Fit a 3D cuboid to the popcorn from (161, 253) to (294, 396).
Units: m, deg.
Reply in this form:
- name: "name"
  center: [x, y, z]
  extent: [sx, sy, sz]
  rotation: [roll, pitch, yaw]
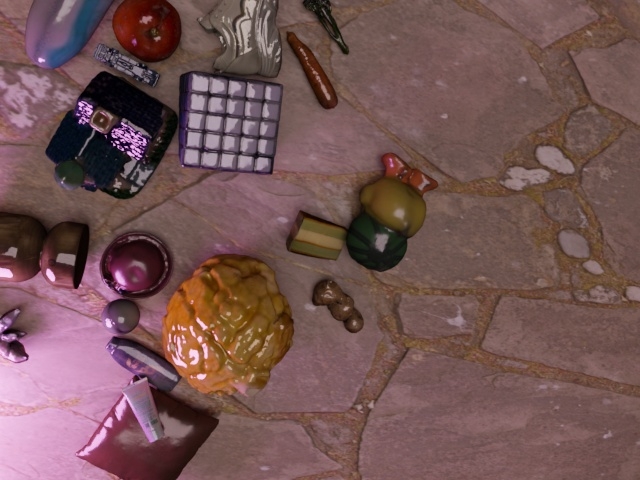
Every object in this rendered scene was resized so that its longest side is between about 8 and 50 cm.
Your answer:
- name: "popcorn"
  center: [-0.257, 0.240, 1.509]
  extent: [0.354, 0.344, 0.390]
  rotation: [-16, 112, -14]

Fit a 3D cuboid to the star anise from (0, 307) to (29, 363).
- name: "star anise"
  center: [-0.905, 0.262, 1.503]
  extent: [0.236, 0.093, 0.229]
  rotation: [43, 92, -16]

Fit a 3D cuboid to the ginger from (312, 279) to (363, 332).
- name: "ginger"
  center: [0.061, 0.206, 1.710]
  extent: [0.204, 0.080, 0.104]
  rotation: [43, 115, -16]

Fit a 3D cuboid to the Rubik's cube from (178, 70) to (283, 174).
- name: "Rubik's cube"
  center: [-0.244, -0.308, 1.433]
  extent: [0.238, 0.237, 0.237]
  rotation: [2, 103, -19]

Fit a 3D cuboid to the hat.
- name: "hat"
  center: [-0.518, 0.077, 1.547]
  extent: [0.205, 0.089, 0.205]
  rotation: [-3, 104, -11]

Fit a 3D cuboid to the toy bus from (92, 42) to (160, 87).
- name: "toy bus"
  center: [-0.504, -0.456, 1.438]
  extent: [0.166, 0.065, 0.047]
  rotation: [25, 97, -18]

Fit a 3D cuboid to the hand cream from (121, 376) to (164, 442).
- name: "hand cream"
  center: [-0.501, 0.488, 1.580]
  extent: [0.076, 0.047, 0.174]
  rotation: [-24, 89, -15]

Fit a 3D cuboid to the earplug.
- name: "earplug"
  center: [-0.617, -0.570, 1.341]
  extent: [0.185, 0.185, 0.324]
  rotation: [33, 100, -17]

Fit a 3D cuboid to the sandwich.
- name: "sandwich"
  center: [0.000, 0.000, 1.615]
  extent: [0.187, 0.144, 0.117]
  rotation: [21, 100, -16]

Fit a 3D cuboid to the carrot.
- name: "carrot"
  center: [-0.023, -0.478, 1.545]
  extent: [0.059, 0.059, 0.248]
  rotation: [-32, 105, -3]

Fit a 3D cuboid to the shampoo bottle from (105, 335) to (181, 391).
- name: "shampoo bottle"
  center: [-0.524, 0.362, 1.632]
  extent: [0.233, 0.049, 0.087]
  rotation: [38, 96, -18]

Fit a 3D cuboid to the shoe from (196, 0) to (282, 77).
- name: "shoe"
  center: [-0.217, -0.595, 1.433]
  extent: [0.210, 0.132, 0.342]
  rotation: [-8, 108, -13]

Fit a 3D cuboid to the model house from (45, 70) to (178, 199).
- name: "model house"
  center: [-0.529, -0.251, 1.375]
  extent: [0.243, 0.284, 0.298]
  rotation: [31, 95, -12]

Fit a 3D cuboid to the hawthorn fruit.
- name: "hawthorn fruit"
  center: [-0.429, -0.536, 1.380]
  extent: [0.173, 0.173, 0.173]
  rotation: [-3, 103, -12]

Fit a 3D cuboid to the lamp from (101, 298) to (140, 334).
- name: "lamp"
  center: [-0.565, 0.216, 1.561]
  extent: [0.105, 0.105, 0.105]
  rotation: [-3, 103, -12]

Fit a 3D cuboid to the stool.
- name: "stool"
  center: [-0.760, 0.024, 1.435]
  extent: [0.264, 0.179, 0.179]
  rotation: [9, 101, -14]

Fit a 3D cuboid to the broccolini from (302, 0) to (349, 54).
- name: "broccolini"
  center: [0.020, -0.609, 1.537]
  extent: [0.074, 0.058, 0.201]
  rotation: [-27, 123, 10]

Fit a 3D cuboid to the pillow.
- name: "pillow"
  center: [-0.516, 0.592, 1.656]
  extent: [0.308, 0.108, 0.305]
  rotation: [35, 92, -15]

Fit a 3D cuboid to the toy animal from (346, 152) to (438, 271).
- name: "toy animal"
  center: [0.205, -0.067, 1.617]
  extent: [0.216, 0.191, 0.338]
  rotation: [25, 97, -17]
